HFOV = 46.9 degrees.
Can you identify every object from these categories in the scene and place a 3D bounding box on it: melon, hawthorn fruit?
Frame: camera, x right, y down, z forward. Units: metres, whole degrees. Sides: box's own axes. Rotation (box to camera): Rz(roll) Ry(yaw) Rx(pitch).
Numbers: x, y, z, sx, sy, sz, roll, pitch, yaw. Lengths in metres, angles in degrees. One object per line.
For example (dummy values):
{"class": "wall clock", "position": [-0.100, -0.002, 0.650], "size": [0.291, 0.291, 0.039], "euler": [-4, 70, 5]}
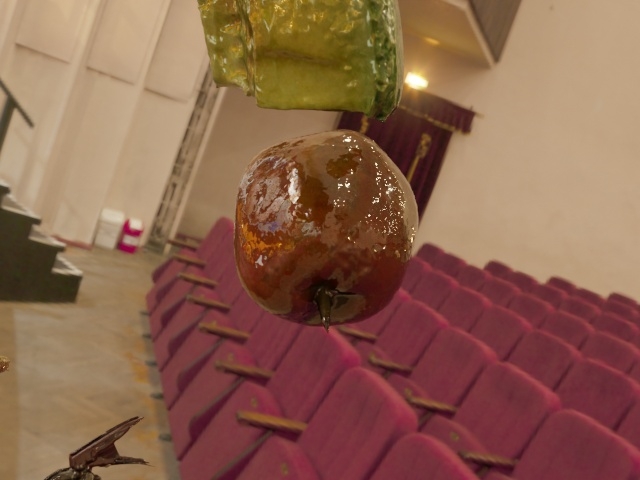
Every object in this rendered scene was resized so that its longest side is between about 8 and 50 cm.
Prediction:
{"class": "melon", "position": [-0.057, -0.299, 0.696], "size": [0.226, 0.343, 0.331], "euler": [-10, 27, -6]}
{"class": "hawthorn fruit", "position": [0.000, 0.000, 1.033], "size": [0.268, 0.267, 0.300], "euler": [19, 42, -14]}

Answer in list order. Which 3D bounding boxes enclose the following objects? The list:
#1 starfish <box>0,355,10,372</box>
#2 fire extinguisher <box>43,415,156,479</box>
{"class": "starfish", "position": [-0.487, 0.173, 0.755], "size": [0.060, 0.299, 0.302], "euler": [55, -17, 17]}
{"class": "fire extinguisher", "position": [-0.190, 0.344, 0.686], "size": [0.141, 0.341, 0.105], "euler": [-3, -7, -41]}
